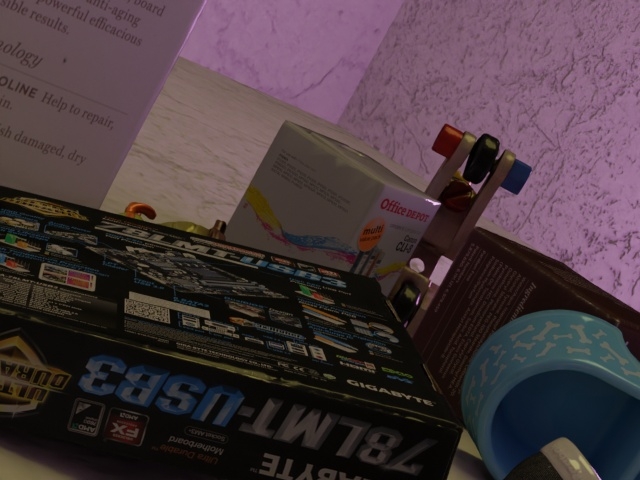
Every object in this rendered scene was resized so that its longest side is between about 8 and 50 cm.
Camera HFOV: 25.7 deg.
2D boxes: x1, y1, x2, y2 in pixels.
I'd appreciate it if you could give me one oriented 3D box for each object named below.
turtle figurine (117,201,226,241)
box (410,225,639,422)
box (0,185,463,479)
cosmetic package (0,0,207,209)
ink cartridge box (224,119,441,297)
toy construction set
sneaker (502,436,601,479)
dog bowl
[{"bbox_3d":[-0.092,0.025,1.159,0.217,0.087,0.269,28,8,-8],"label":"turtle figurine"},{"bbox_3d":[0.220,0.117,1.359,0.168,0.167,0.203,21,12,-44],"label":"box"},{"bbox_3d":[-0.084,0.058,0.879,0.296,0.073,0.293,15,11,-12],"label":"box"},{"bbox_3d":[-0.315,-0.291,1.270,0.327,0.393,0.329,19,12,-48],"label":"cosmetic package"},{"bbox_3d":[0.000,0.000,1.303,0.127,0.176,0.128,33,10,28],"label":"ink cartridge box"},{"bbox_3d":[0.089,0.003,1.649,0.309,0.257,0.237,5,-7,-7],"label":"toy construction set"},{"bbox_3d":[0.121,0.213,0.799,0.216,0.121,0.079,64,-5,-34],"label":"sneaker"},{"bbox_3d":[0.259,0.180,1.175,0.297,0.166,0.074,28,20,-3],"label":"dog bowl"}]
